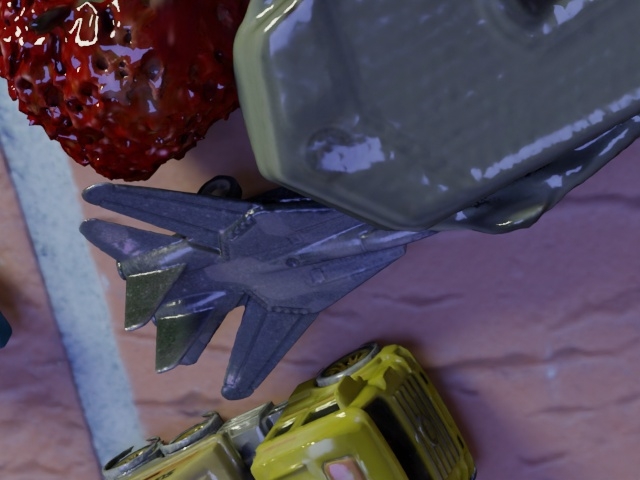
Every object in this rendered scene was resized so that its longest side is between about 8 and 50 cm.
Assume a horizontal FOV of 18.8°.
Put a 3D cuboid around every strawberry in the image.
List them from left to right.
[{"bbox_3d":[-0.120,-0.120,1.158,0.187,0.184,0.201,17,135,4],"label":"strawberry"}]

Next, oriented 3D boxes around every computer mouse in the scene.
[{"bbox_3d":[0.138,-0.169,1.070,0.429,0.145,0.228,-33,105,14],"label":"computer mouse"}]

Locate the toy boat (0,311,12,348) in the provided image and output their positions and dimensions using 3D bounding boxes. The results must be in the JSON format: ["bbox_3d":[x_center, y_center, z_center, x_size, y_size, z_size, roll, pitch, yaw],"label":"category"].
[{"bbox_3d":[-0.315,0.031,1.338,0.215,0.088,0.102,17,149,10],"label":"toy boat"}]

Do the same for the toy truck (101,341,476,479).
[{"bbox_3d":[-0.046,0.180,1.254,0.272,0.157,0.124,-26,100,25],"label":"toy truck"}]

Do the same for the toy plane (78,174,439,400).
[{"bbox_3d":[-0.001,-0.008,1.206,0.267,0.088,0.212,-24,131,9],"label":"toy plane"}]
